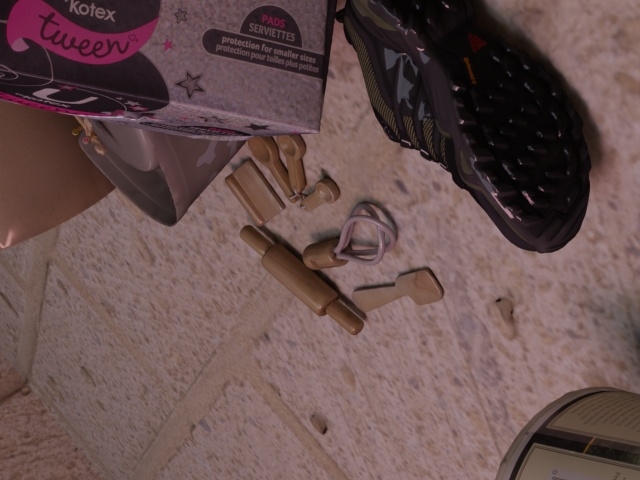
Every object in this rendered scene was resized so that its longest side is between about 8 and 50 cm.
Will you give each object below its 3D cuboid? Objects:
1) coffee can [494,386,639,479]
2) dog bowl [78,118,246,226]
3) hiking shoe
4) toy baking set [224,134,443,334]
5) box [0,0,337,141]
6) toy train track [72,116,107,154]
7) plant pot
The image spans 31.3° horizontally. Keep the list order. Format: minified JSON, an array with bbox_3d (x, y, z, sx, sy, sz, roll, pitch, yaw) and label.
[{"bbox_3d":[0.261,0.200,0.683,0.275,0.201,0.202,0,123,58],"label":"coffee can"},{"bbox_3d":[-0.191,-0.181,0.983,0.349,0.102,0.349,47,163,19],"label":"dog bowl"},{"bbox_3d":[0.091,-0.087,0.752,0.227,0.086,0.114,59,163,7],"label":"hiking shoe"},{"bbox_3d":[-0.002,0.003,1.046,0.256,0.030,0.197,43,152,19],"label":"toy baking set"},{"bbox_3d":[-0.125,-0.162,0.751,0.142,0.247,0.163,4,87,58],"label":"box"},{"bbox_3d":[-0.219,-0.107,1.010,0.083,0.014,0.048,51,165,7],"label":"toy train track"},{"bbox_3d":[-0.366,-0.156,1.192,0.256,0.256,0.274,12,130,52],"label":"plant pot"}]
